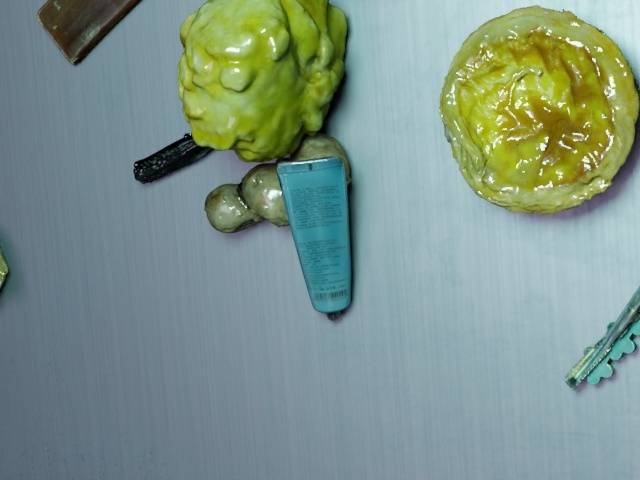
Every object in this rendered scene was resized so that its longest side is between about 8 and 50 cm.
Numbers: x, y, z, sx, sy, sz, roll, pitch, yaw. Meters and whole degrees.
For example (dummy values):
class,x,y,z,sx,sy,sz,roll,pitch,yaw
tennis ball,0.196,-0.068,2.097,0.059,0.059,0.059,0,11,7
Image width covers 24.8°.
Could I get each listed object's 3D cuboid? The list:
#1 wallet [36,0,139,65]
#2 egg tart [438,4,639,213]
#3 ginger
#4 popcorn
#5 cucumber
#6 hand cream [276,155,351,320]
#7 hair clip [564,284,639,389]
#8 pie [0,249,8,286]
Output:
class,x,y,z,sx,sy,sz,roll,pitch,yaw
wallet,-0.298,-0.324,1.946,0.176,0.026,0.095,-41,85,25
egg tart,0.250,-0.149,1.668,0.241,0.106,0.241,2,96,23
ginger,-0.055,-0.065,1.837,0.204,0.080,0.104,-29,74,23
popcorn,-0.080,-0.226,1.744,0.192,0.233,0.266,13,102,35
cucumber,-0.175,-0.120,1.908,0.163,0.043,0.039,-26,78,22
hand cream,0.000,0.000,1.799,0.083,0.048,0.224,-5,118,6
hair clip,0.348,0.111,1.691,0.049,0.049,0.173,42,117,15
pie,-0.570,0.060,2.101,0.282,0.068,0.128,-11,91,27
